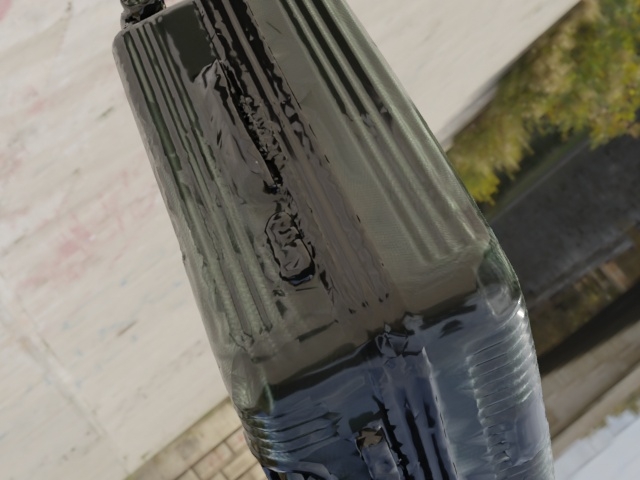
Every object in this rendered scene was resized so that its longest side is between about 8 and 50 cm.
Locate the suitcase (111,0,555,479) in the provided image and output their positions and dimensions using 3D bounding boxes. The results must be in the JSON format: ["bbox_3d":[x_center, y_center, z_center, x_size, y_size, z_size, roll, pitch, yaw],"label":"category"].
[{"bbox_3d":[0.000,0.000,0.546,0.128,0.312,0.202,-22,136,-2],"label":"suitcase"}]
